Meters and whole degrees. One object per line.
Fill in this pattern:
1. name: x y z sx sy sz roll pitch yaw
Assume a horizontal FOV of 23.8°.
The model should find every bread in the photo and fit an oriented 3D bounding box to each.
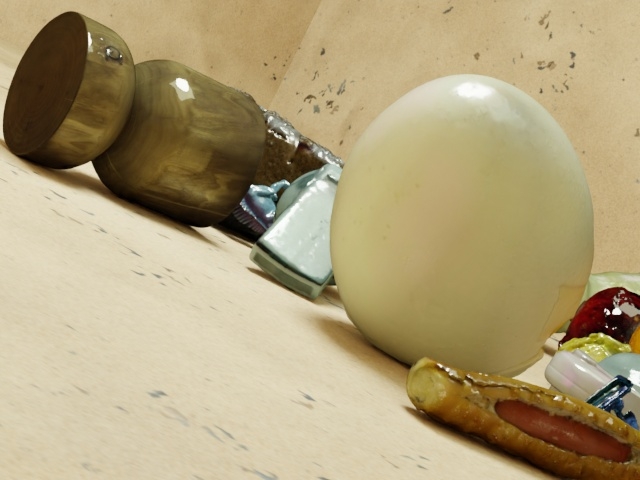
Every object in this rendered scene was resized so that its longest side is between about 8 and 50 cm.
1. bread: -0.007 -0.081 2.168 0.416 0.113 0.165 34 6 15

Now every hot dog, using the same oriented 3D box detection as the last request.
1. hot dog: 0.207 0.175 1.375 0.289 0.068 0.083 21 -17 -19

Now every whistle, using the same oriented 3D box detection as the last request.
1. whistle: 0.000 0.000 1.885 0.163 0.163 0.289 27 42 12

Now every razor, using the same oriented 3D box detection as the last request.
1. razor: 0.408 0.262 1.640 0.324 0.093 0.056 36 -26 43

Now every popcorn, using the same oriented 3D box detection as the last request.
1. popcorn: 0.378 0.177 2.067 0.121 0.106 0.116 29 15 25

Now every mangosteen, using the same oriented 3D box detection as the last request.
1. mangosteen: 0.448 0.164 2.264 0.180 0.166 0.166 41 9 21

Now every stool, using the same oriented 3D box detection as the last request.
1. stool: -0.219 -0.139 1.806 0.264 0.179 0.179 24 5 -37

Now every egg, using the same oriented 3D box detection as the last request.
1. egg: 0.151 -0.018 1.615 0.283 0.345 0.283 1 36 -1

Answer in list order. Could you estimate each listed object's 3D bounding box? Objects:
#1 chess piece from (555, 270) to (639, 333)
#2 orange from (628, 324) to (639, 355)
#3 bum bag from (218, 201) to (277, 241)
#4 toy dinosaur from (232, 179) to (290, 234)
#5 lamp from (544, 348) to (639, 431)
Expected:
1. chess piece: 0.461 0.115 2.653 0.442 0.234 0.234 20 7 -22
2. orange: 0.515 0.173 2.114 0.178 0.155 0.177 24 -6 3
3. bum bag: -0.114 -0.044 2.061 0.248 0.060 0.123 23 6 -39
4. toy dinosaur: -0.077 -0.049 1.985 0.080 0.045 0.197 -25 77 -40
5. lamp: 0.400 0.198 1.927 0.246 0.108 0.179 25 3 -16
